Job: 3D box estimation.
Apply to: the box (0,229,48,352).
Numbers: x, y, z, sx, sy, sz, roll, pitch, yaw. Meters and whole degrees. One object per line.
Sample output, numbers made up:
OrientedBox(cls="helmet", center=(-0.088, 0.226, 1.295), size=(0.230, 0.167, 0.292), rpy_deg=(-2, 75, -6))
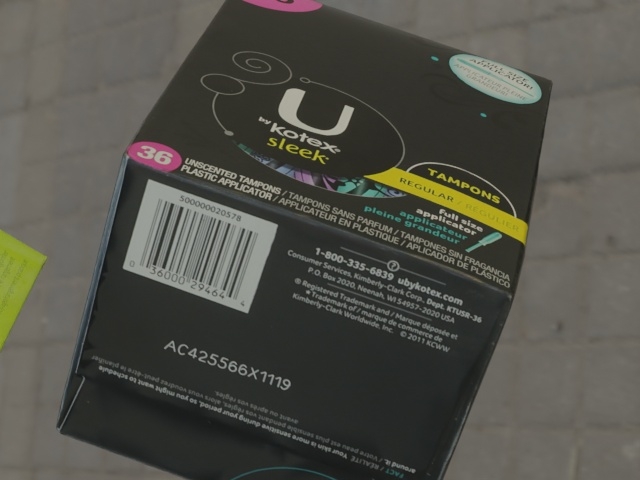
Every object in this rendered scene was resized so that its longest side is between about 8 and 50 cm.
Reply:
OrientedBox(cls="box", center=(-0.227, 0.002, 0.855), size=(0.042, 0.178, 0.109), rpy_deg=(-52, 13, 32))

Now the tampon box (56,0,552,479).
OrientedBox(cls="tampon box", center=(0.000, 0.000, 0.591), size=(0.161, 0.120, 0.101), rpy_deg=(-71, -1, -60))
